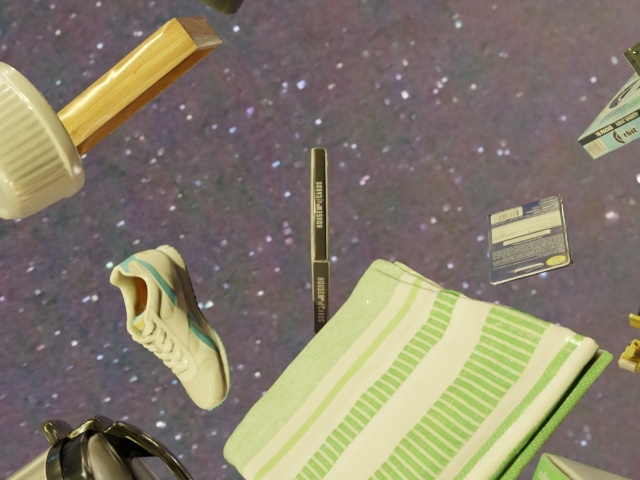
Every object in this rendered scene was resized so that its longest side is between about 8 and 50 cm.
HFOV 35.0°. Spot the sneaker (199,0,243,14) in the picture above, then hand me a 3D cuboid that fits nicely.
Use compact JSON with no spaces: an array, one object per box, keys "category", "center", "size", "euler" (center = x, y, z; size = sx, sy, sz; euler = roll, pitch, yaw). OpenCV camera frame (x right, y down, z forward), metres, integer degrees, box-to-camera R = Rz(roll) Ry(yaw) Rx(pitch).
[{"category":"sneaker","center":[-0.137,-0.338,1.028],"size":[0.083,0.118,0.222],"euler":[-29,-94,-27]}]

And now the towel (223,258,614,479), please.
[{"category":"towel","center":[0.056,0.134,0.830],"size":[0.248,0.325,0.038],"euler":[-49,-65,-11]}]

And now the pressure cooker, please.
[{"category":"pressure cooker","center":[-0.356,0.501,1.549],"size":[0.370,0.420,0.375],"euler":[53,-179,-26]}]

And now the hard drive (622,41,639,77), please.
[{"category":"hard drive","center":[0.423,-0.186,1.158],"size":[0.094,0.022,0.135],"euler":[-35,-92,-7]}]

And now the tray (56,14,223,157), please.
[{"category":"tray","center":[-0.383,-0.272,1.917],"size":[0.076,0.411,0.203],"euler":[52,-166,-6]}]

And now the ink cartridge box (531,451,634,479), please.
[{"category":"ink cartridge box","center":[0.192,0.305,0.610],"size":[0.211,0.121,0.289],"euler":[20,-87,-12]}]

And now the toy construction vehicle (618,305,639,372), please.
[{"category":"toy construction vehicle","center":[0.396,0.114,1.196],"size":[0.035,0.086,0.098],"euler":[41,-102,-43]}]

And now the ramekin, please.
[{"category":"ramekin","center":[-0.426,-0.125,1.370],"size":[0.109,0.207,0.207],"euler":[-40,-78,-26]}]

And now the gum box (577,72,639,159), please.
[{"category":"gum box","center":[0.461,-0.204,1.403],"size":[0.041,0.157,0.184],"euler":[47,-119,-6]}]

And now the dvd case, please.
[{"category":"dvd case","center":[0.000,0.000,1.601],"size":[0.179,0.029,0.239],"euler":[89,-179,-48]}]

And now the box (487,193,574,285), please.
[{"category":"box","center":[0.354,0.007,1.725],"size":[0.225,0.136,0.036],"euler":[-75,-35,-58]}]

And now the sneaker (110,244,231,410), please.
[{"category":"sneaker","center":[-0.196,0.122,1.325],"size":[0.092,0.087,0.229],"euler":[-19,-101,-45]}]
